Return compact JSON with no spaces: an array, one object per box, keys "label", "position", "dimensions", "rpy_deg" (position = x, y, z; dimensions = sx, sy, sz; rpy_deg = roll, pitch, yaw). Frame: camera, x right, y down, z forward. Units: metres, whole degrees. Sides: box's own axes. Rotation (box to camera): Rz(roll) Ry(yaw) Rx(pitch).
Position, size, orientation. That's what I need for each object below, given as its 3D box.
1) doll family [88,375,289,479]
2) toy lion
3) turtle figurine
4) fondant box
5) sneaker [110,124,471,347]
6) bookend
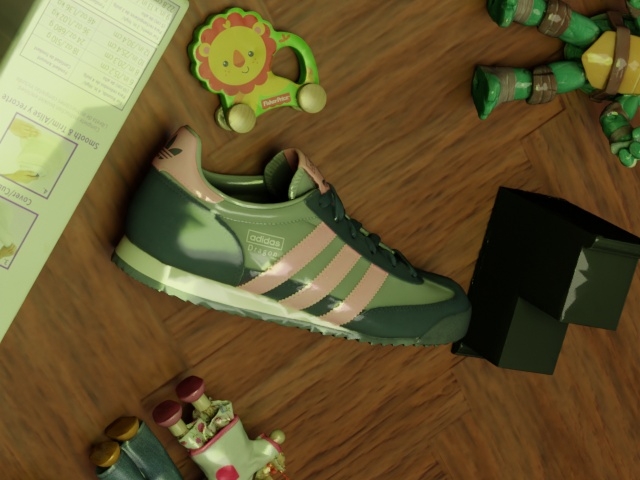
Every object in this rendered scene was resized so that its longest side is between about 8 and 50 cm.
[{"label":"doll family","position":[-0.143,0.238,1.407],"dimensions":[0.263,0.118,0.163],"rpy_deg":[-46,115,-26]},{"label":"toy lion","position":[-0.053,-0.138,1.358],"dimensions":[0.100,0.034,0.096],"rpy_deg":[-17,106,-20]},{"label":"turtle figurine","position":[0.251,-0.149,1.449],"dimensions":[0.234,0.118,0.175],"rpy_deg":[5,90,-11]},{"label":"fondant box","position":[-0.243,-0.061,1.169],"dimensions":[0.096,0.238,0.330],"rpy_deg":[27,94,-30]},{"label":"sneaker","position":[0.000,0.000,1.380],"dimensions":[0.319,0.112,0.131],"rpy_deg":[13,104,-30]},{"label":"bookend","position":[0.197,0.052,1.465],"dimensions":[0.072,0.157,0.156],"rpy_deg":[10,101,-28]}]
